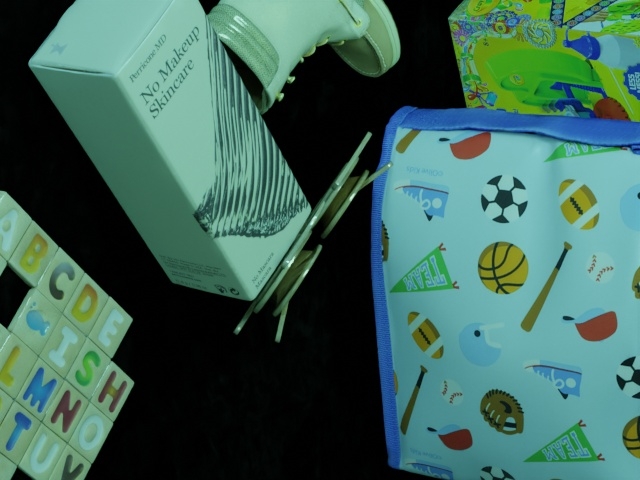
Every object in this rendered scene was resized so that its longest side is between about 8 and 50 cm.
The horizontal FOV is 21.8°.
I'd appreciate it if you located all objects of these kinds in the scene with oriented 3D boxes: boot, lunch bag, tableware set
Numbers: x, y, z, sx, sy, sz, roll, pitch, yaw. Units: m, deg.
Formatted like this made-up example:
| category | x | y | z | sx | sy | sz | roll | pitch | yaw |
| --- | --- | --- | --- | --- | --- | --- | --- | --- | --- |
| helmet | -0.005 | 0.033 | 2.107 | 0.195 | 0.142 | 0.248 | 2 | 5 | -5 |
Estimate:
| category | x | y | z | sx | sy | sz | roll | pitch | yaw |
| --- | --- | --- | --- | --- | --- | --- | --- | --- | --- |
| boot | -0.019 | -0.174 | 1.467 | 0.213 | 0.077 | 0.165 | 50 | 58 | -43 |
| lunch bag | 0.234 | 0.052 | 1.679 | 0.239 | 0.328 | 0.385 | -41 | 129 | -49 |
| tableware set | 0.000 | 0.000 | 1.494 | 0.194 | 0.039 | 0.128 | -57 | -178 | -40 |

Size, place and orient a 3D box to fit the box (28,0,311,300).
| category | x | y | z | sx | sy | sz | roll | pitch | yaw |
| --- | --- | --- | --- | --- | --- | --- | --- | --- | --- |
| box | -0.113 | -0.080 | 1.338 | 0.113 | 0.094 | 0.275 | -59 | 142 | -26 |

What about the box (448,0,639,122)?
| category | x | y | z | sx | sy | sz | roll | pitch | yaw |
| --- | --- | --- | --- | --- | --- | --- | --- | --- | --- |
| box | 0.321 | -0.148 | 1.793 | 0.177 | 0.279 | 0.290 | -48 | 135 | -38 |

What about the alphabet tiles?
| category | x | y | z | sx | sy | sz | roll | pitch | yaw |
| --- | --- | --- | --- | --- | --- | --- | --- | --- | --- |
| alphabet tiles | -0.231 | 0.107 | 1.297 | 0.237 | 0.009 | 0.198 | 52 | 57 | -48 |
